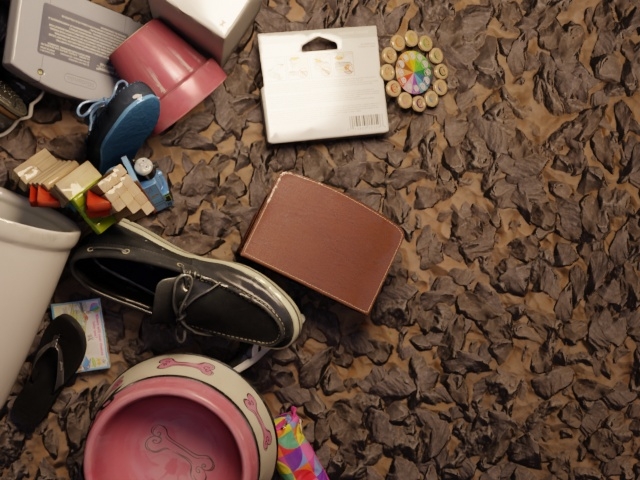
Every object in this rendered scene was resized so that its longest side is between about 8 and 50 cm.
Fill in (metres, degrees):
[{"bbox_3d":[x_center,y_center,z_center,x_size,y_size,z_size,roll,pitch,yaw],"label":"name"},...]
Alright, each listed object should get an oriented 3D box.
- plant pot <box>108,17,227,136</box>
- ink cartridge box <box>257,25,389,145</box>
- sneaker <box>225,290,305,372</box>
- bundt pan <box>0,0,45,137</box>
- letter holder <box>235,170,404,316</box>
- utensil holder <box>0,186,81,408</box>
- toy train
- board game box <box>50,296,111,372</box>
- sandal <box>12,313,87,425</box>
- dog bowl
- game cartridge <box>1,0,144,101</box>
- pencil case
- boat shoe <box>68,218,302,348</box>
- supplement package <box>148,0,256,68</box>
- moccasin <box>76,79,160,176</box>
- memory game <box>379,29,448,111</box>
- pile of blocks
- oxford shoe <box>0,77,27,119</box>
[{"bbox_3d":[-0.323,-0.342,1.495,0.201,0.201,0.180,-40,107,-6],"label":"plant pot"},{"bbox_3d":[0.002,-0.343,1.629,0.275,0.060,0.238,-7,91,-9],"label":"ink cartridge box"},{"bbox_3d":[-0.151,0.193,1.613,0.217,0.079,0.121,-38,93,-15],"label":"sneaker"},{"bbox_3d":[-0.706,-0.352,1.486,0.331,0.124,0.330,0,91,-8],"label":"bundt pan"},{"bbox_3d":[0.000,0.000,1.592,0.302,0.152,0.214,26,85,-9],"label":"letter holder"},{"bbox_3d":[-0.684,0.097,1.390,0.328,0.327,0.385,23,93,-9],"label":"utensil holder"},{"bbox_3d":[-0.373,-0.113,1.519,0.105,0.184,0.080,-28,70,-9],"label":"toy train"},{"bbox_3d":[-0.515,0.205,1.576,0.104,0.026,0.154,-7,92,-8],"label":"board game box"},{"bbox_3d":[-0.566,0.276,1.531,0.097,0.054,0.254,25,96,5],"label":"sandal"},{"bbox_3d":[-0.299,0.445,1.509,0.408,0.150,0.407,0,95,4],"label":"dog bowl"},{"bbox_3d":[-0.487,-0.382,1.468,0.297,0.062,0.198,9,93,-53],"label":"game cartridge"},{"bbox_3d":[-0.048,0.494,1.621,0.104,0.104,0.236,-26,96,-8],"label":"pencil case"},{"bbox_3d":[-0.280,0.110,1.489,0.500,0.156,0.186,24,125,4],"label":"boat shoe"},{"bbox_3d":[-0.224,-0.488,1.473,0.178,0.293,0.175,33,86,-9],"label":"supplement package"},{"bbox_3d":[-0.417,-0.223,1.431,0.138,0.342,0.116,-29,86,-37],"label":"moccasin"},{"bbox_3d":[0.214,-0.383,1.657,0.186,0.012,0.186,1,89,-27],"label":"memory game"},{"bbox_3d":[-0.488,-0.078,1.442,0.112,0.362,0.149,-46,133,-33],"label":"pile of blocks"},{"bbox_3d":[-0.673,-0.287,1.401,0.227,0.083,0.096,31,106,-8],"label":"oxford shoe"}]
